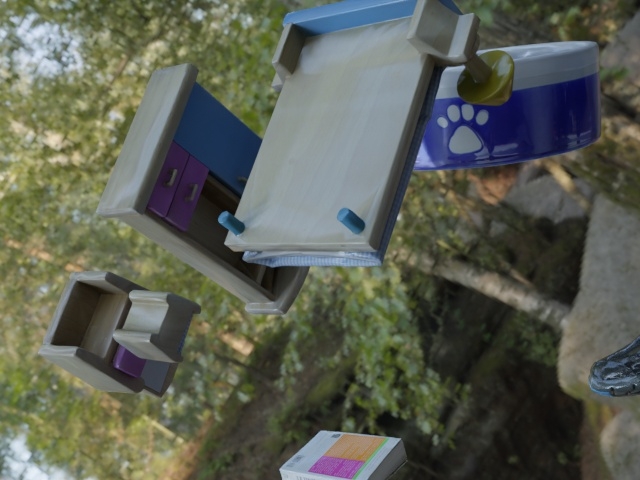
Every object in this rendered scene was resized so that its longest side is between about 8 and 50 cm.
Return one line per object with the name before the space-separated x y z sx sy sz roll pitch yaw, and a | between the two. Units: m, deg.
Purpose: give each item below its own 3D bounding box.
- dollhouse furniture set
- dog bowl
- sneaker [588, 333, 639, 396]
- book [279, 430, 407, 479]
dollhouse furniture set | 0.000 0.000 0.706 0.198 0.303 0.286 38 -120 -42
dog bowl | 0.177 -0.154 1.044 0.265 0.264 0.104 -39 -56 -66
sneaker | 0.515 0.108 1.269 0.340 0.140 0.125 -28 -19 17
book | 0.029 0.295 1.243 0.096 0.144 0.035 -33 -67 -44
